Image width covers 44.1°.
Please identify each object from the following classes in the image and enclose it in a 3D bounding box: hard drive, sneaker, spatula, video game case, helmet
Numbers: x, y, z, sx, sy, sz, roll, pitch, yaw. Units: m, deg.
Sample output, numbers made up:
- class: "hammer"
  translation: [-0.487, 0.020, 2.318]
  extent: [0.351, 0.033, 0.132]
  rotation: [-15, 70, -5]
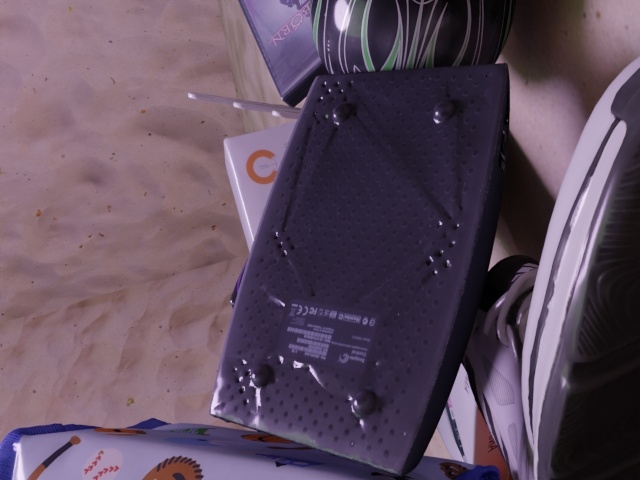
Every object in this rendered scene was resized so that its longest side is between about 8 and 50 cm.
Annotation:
- class: "hard drive"
  translation: [0.031, 0.010, 0.517]
  extent: [0.054, 0.171, 0.255]
  rotation: [32, -110, -48]
- class: "sneaker"
  translation: [0.150, 0.054, 0.492]
  extent: [0.258, 0.169, 0.448]
  rotation: [-119, 13, -50]
- class: "spatula"
  translation: [-0.020, -0.151, 0.917]
  extent: [0.168, 0.242, 0.019]
  rotation: [18, 103, 34]
- class: "video game case"
  translation: [-0.005, -0.298, 0.873]
  extent: [0.026, 0.196, 0.274]
  rotation: [30, -151, -44]
- class: "helmet"
  translation: [0.068, -0.178, 0.596]
  extent: [0.169, 0.169, 0.162]
  rotation: [-136, 54, -74]

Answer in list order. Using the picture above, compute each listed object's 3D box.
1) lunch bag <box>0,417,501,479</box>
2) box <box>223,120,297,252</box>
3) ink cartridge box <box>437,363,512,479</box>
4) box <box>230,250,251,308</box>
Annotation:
- class: "lunch bag"
  translation: [-0.066, 0.332, 0.527]
  extent: [0.239, 0.327, 0.386]
  rotation: [19, -106, -60]
- class: "box"
  translation: [0.000, 0.000, 1.203]
  extent: [0.168, 0.214, 0.346]
  rotation: [140, 115, -81]
- class: "ink cartridge box"
  translation: [0.191, 0.202, 0.869]
  extent: [0.239, 0.060, 0.275]
  rotation: [-113, 11, -46]
- class: "box"
  translation: [0.048, 0.008, 0.700]
  extent: [0.143, 0.165, 0.270]
  rotation: [84, -158, -49]
